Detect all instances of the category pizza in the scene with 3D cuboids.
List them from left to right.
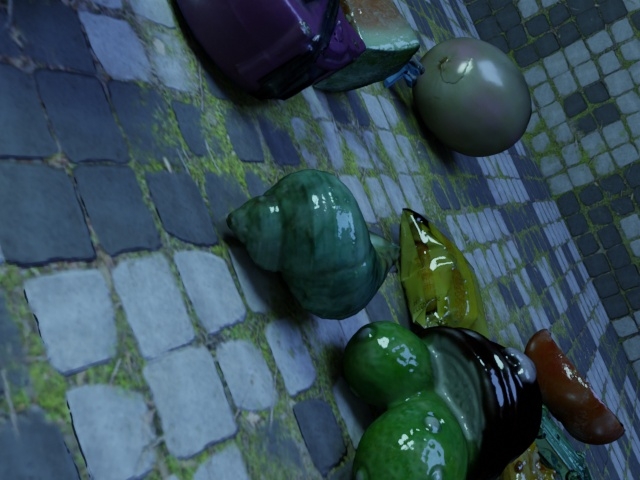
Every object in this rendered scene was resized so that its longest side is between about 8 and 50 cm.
[{"bbox_3d":[0.322,0.353,1.098,0.161,0.063,0.182,67,23,-8],"label":"pizza"}]

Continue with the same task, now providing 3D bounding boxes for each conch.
[{"bbox_3d":[0.000,0.003,0.736,0.188,0.122,0.176,46,10,-37],"label":"conch"}]

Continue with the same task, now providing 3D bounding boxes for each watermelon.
[{"bbox_3d":[0.023,-0.356,1.087,0.140,0.193,0.256,-14,82,-33],"label":"watermelon"}]

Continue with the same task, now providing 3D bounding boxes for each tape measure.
[{"bbox_3d":[-0.056,-0.290,0.858,0.231,0.149,0.245,59,25,-14],"label":"tape measure"}]

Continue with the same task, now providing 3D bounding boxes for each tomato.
[{"bbox_3d":[0.459,0.284,1.335,0.236,0.095,0.237,52,7,-9],"label":"tomato"}]

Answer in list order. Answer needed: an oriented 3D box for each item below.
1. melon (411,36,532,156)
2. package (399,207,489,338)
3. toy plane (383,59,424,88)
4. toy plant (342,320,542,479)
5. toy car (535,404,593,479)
[{"bbox_3d":[0.321,-0.297,1.496,0.317,0.223,0.223,30,42,-51],"label":"melon"},{"bbox_3d":[0.179,0.071,1.046,0.168,0.090,0.226,38,33,-38],"label":"package"},{"bbox_3d":[0.112,-0.404,1.366,0.246,0.078,0.169,61,-2,2],"label":"toy plane"},{"bbox_3d":[0.123,0.189,0.769,0.235,0.175,0.218,3,53,-31],"label":"toy plant"},{"bbox_3d":[0.409,0.368,1.250,0.186,0.058,0.093,52,24,3],"label":"toy car"}]
